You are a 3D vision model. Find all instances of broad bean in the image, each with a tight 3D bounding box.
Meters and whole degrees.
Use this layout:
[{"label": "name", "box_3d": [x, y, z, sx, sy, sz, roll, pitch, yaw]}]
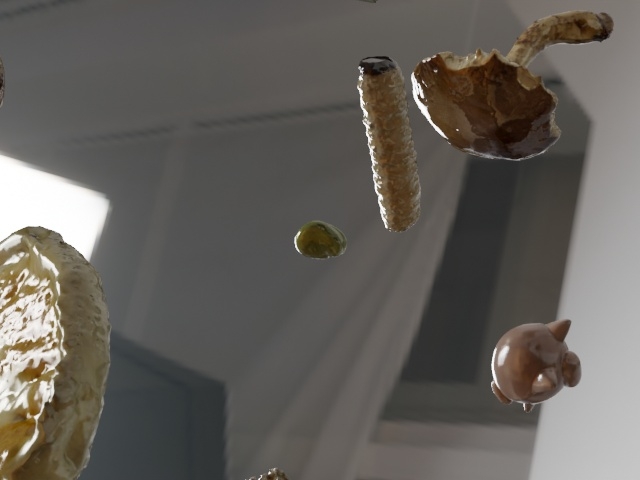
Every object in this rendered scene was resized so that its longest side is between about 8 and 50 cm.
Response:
[{"label": "broad bean", "box_3d": [0.000, 0.000, 2.468, 0.083, 0.063, 0.045, 7, 14, 12]}]

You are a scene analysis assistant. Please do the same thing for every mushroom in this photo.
[{"label": "mushroom", "box_3d": [0.277, -0.237, 2.308, 0.233, 0.302, 0.208, 24, -56, 18]}]

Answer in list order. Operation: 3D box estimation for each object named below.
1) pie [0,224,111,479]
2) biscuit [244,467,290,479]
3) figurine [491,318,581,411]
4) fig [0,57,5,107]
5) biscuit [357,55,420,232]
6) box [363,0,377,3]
[{"label": "pie", "box_3d": [-0.286, 0.144, 1.282, 0.077, 0.339, 0.339, 37, -27, -30]}, {"label": "biscuit", "box_3d": [-0.051, 0.346, 1.766, 0.062, 0.108, 0.239, -29, -20, -19]}, {"label": "figurine", "box_3d": [0.315, 0.183, 2.265, 0.125, 0.125, 0.138, 21, -30, -29]}, {"label": "fig", "box_3d": [-0.425, -0.216, 1.622, 0.159, 0.257, 0.159, -18, -26, -10]}, {"label": "biscuit", "box_3d": [0.083, -0.113, 1.795, 0.055, 0.061, 0.219, 3, -60, 22]}, {"label": "box", "box_3d": [0.010, -0.433, 2.235, 0.225, 0.129, 0.086, 16, -34, 31]}]
